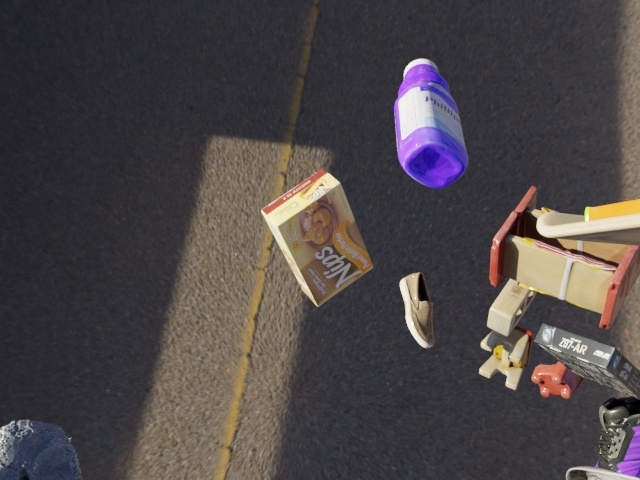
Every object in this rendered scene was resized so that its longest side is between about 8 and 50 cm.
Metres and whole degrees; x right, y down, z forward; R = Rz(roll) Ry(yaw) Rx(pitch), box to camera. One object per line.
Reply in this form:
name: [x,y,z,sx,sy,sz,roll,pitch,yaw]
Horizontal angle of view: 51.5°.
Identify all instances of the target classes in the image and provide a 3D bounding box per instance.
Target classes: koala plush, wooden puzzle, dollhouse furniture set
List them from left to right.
koala plush: [-0.499,0.395,1.130,0.196,0.221,0.203,-9,88,-24]
dollhouse furniture set: [0.406,0.114,1.139,0.201,0.374,0.152,24,52,30]
wooden puzzle: [0.340,-0.014,0.550,0.221,0.239,0.044,5,89,-18]

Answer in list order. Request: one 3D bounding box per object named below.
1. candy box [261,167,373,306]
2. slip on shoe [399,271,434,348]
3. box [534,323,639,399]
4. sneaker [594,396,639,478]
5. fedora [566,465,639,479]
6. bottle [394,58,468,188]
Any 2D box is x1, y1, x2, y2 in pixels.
candy box: [0.000,0.000,1.630,0.183,0.316,0.087,-34,46,-10]
slip on shoe: [0.176,0.119,1.151,0.051,0.041,0.135,20,48,-39]
box: [0.228,0.102,0.554,0.083,0.067,0.018,35,80,-36]
sneaker: [0.562,0.369,1.235,0.146,0.102,0.293,37,96,-9]
fedora: [0.388,0.381,0.782,0.244,0.275,0.124,34,76,6]
bottle: [0.188,-0.217,1.163,0.118,0.092,0.282,30,39,-24]
